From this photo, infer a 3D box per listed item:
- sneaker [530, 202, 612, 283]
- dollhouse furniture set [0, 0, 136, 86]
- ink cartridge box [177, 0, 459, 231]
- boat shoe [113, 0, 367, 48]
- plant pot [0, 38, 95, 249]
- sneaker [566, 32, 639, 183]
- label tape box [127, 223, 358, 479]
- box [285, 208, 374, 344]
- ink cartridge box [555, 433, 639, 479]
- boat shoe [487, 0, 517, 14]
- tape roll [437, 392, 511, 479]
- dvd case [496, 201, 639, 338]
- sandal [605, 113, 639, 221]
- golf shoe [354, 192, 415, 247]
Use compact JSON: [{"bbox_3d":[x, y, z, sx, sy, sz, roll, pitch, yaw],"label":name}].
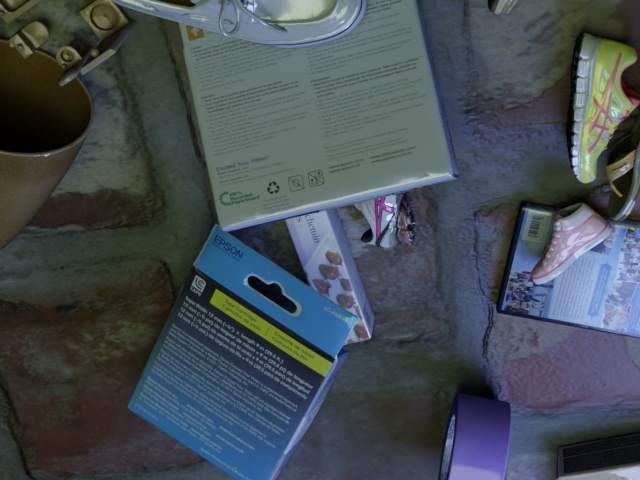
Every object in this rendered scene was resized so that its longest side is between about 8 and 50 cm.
[{"bbox_3d":[0.332,-0.001,1.964,0.134,0.051,0.070,-40,105,20],"label":"sneaker"},{"bbox_3d":[-0.359,-0.291,1.877,0.144,0.123,0.151,-31,110,20],"label":"dollhouse furniture set"},{"bbox_3d":[-0.008,-0.205,1.884,0.324,0.071,0.330,-12,86,13],"label":"ink cartridge box"},{"bbox_3d":[-0.127,-0.329,1.788,0.367,0.156,0.135,14,97,7],"label":"boat shoe"},{"bbox_3d":[-0.459,-0.108,1.947,0.237,0.237,0.254,23,129,-6],"label":"plant pot"},{"bbox_3d":[0.377,-0.170,1.878,0.094,0.081,0.208,3,118,3],"label":"sneaker"},{"bbox_3d":[-0.102,0.164,2.062,0.249,0.115,0.347,32,116,10],"label":"label tape box"},{"bbox_3d":[0.000,0.000,2.023,0.063,0.067,0.324,-14,116,13],"label":"box"},{"bbox_3d":[0.479,0.416,2.171,0.193,0.088,0.234,-11,117,14],"label":"ink cartridge box"},{"bbox_3d":[0.279,-0.366,1.797,0.072,0.068,0.190,18,119,-16],"label":"boat shoe"},{"bbox_3d":[0.225,0.325,2.096,0.080,0.189,0.189,11,119,2],"label":"tape roll"},{"bbox_3d":[0.392,0.047,2.024,0.253,0.022,0.180,10,119,1],"label":"dvd case"},{"bbox_3d":[0.412,-0.112,1.903,0.049,0.072,0.180,8,122,-5],"label":"sandal"},{"bbox_3d":[0.080,-0.070,1.973,0.086,0.067,0.186,-5,117,11],"label":"golf shoe"}]
